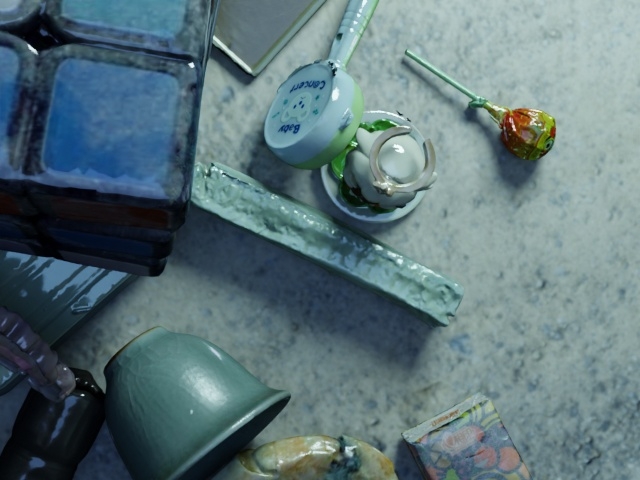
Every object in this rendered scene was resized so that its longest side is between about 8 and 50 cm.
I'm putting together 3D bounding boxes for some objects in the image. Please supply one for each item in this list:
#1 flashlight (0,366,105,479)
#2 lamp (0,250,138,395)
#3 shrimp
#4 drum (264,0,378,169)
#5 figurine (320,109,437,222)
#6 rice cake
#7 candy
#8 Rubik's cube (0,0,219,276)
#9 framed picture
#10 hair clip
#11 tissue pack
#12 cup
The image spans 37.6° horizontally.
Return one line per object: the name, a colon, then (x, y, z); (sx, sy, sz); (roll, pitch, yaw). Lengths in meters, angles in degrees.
flashlight: (-0.350, 0.332, 1.001); (0.103, 0.103, 0.423); (26, 87, -7)
lamp: (-0.343, -0.008, 1.009); (0.269, 0.047, 0.266); (-42, 94, -2)
shrimp: (-0.066, 0.355, 1.047); (0.360, 0.085, 0.246); (-27, 103, -9)
drum: (0.028, -0.191, 1.007); (0.049, 0.130, 0.253); (32, 89, -35)
figurine: (0.072, -0.083, 0.999); (0.132, 0.154, 0.132); (0, 92, -7)
rice cake: (0.000, 0.000, 1.039); (0.336, 0.066, 0.063); (28, 90, -6)
candy: (0.180, -0.160, 1.066); (0.201, 0.060, 0.060); (34, 89, 0)
Rubik's cube: (-0.268, -0.175, 0.820); (0.362, 0.359, 0.363); (7, 82, -10)
framed picture: (-0.109, -0.336, 1.036); (0.265, 0.018, 0.192); (43, 88, -7)
hair clip: (-0.371, 0.078, 0.926); (0.301, 0.173, 0.069); (15, 63, 14)
tissue pack: (0.174, 0.264, 1.074); (0.109, 0.060, 0.148); (-28, 94, -5)
cup: (-0.153, 0.171, 0.988); (0.199, 0.199, 0.150); (-41, 78, -3)
